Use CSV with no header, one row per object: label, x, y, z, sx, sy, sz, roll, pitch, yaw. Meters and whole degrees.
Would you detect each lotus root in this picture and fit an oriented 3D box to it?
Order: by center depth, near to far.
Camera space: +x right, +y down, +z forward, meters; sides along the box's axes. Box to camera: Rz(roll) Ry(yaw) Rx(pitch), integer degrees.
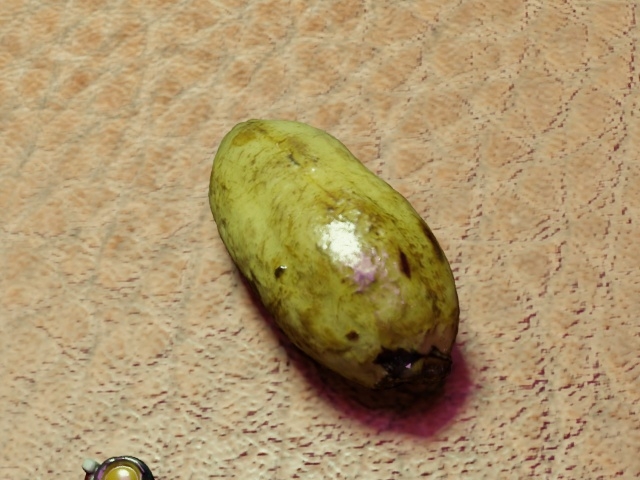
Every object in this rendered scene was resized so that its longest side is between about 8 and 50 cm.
lotus root,0.000,0.000,1.194,0.110,0.097,0.258,-27,44,-15

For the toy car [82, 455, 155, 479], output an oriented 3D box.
toy car,-0.092,0.195,1.012,0.139,0.112,0.112,29,70,20
